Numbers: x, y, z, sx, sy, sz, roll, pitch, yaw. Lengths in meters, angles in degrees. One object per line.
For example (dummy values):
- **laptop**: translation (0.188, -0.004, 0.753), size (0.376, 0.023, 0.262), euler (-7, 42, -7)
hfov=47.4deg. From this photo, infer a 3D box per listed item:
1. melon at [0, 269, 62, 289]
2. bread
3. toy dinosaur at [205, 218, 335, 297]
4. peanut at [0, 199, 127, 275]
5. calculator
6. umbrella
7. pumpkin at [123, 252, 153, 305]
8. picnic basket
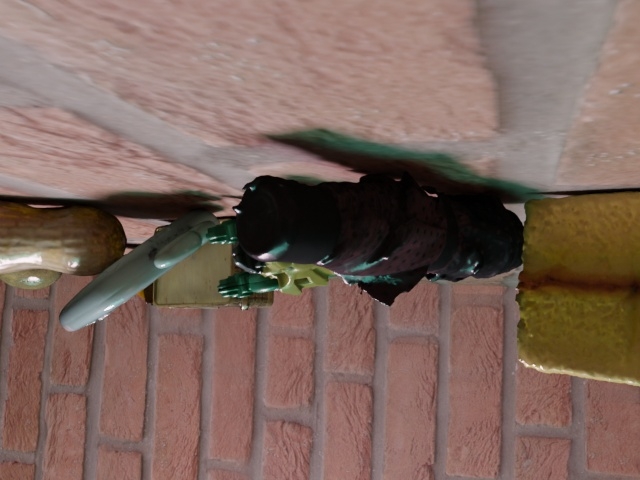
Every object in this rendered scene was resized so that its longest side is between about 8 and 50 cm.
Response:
- **melon**: translation (-0.565, 0.047, 1.414), size (0.131, 0.097, 0.098), euler (-1, 175, -7)
- **bread**: translation (0.320, 0.042, 0.621), size (0.264, 0.167, 0.163), euler (3, 176, 33)
- **toy dinosaur**: translation (0.000, 0.000, 0.731), size (0.153, 0.094, 0.259), euler (-10, 180, 44)
- **peanut**: translation (-0.326, -0.002, 0.828), size (0.207, 0.087, 0.087), euler (4, 175, -5)
- **calculator**: translation (-0.207, 0.033, 0.832), size (0.184, 0.042, 0.295), euler (-41, -171, -38)
- **umbrella**: translation (0.067, -0.008, 0.576), size (0.326, 0.094, 0.090), euler (6, -142, -49)
- **pumpkin**: translation (-0.337, 0.049, 1.481), size (0.130, 0.149, 0.254), euler (42, 171, 0)
- **picnic basket**: translation (-0.140, 0.033, 0.951), size (0.164, 0.115, 0.080), euler (-2, 173, 38)
